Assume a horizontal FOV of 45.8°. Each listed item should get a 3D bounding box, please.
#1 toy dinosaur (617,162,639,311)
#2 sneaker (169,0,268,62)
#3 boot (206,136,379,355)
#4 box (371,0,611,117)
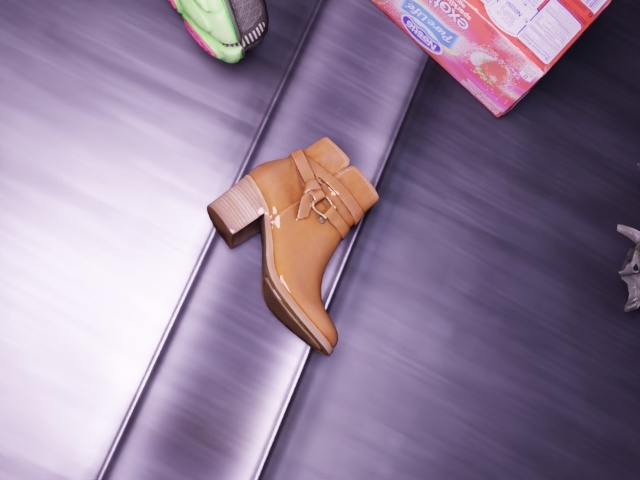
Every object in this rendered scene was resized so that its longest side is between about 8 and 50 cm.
[{"bbox_3d":[0.430,-0.009,0.750,0.164,0.218,0.322,-49,132,-31],"label":"toy dinosaur"},{"bbox_3d":[-0.083,-0.421,0.777,0.202,0.185,0.483,-2,79,-7],"label":"sneaker"},{"bbox_3d":[0.000,0.000,0.754,0.152,0.073,0.197,-33,88,-20],"label":"boot"},{"bbox_3d":[0.159,-0.277,0.818,0.257,0.122,0.128,43,73,1],"label":"box"}]
